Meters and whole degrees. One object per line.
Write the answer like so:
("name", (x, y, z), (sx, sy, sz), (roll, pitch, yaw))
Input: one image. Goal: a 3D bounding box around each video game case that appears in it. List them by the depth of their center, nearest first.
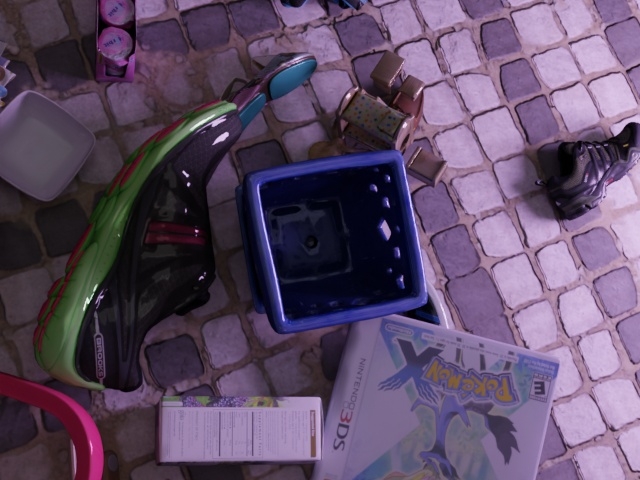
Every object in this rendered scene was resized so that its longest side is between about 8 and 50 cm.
("video game case", (0.174, 0.282, 1.459), (0.328, 0.036, 0.300), (15, 82, -1))

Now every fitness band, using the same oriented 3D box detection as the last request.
("fitness band", (-0.433, 0.290, 1.306), (0.290, 0.054, 0.209), (15, 77, 16))

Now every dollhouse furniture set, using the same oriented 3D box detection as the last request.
("dollhouse furniture set", (-0.243, 0.328, 1.340), (0.151, 0.144, 0.123), (-13, 75, 21))
("dollhouse furniture set", (0.143, -0.207, 1.528), (0.181, 0.101, 0.161), (29, 75, 14))

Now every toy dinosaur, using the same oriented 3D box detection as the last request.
("toy dinosaur", (0.018, -0.125, 1.584), (0.092, 0.053, 0.183), (26, 62, 11))

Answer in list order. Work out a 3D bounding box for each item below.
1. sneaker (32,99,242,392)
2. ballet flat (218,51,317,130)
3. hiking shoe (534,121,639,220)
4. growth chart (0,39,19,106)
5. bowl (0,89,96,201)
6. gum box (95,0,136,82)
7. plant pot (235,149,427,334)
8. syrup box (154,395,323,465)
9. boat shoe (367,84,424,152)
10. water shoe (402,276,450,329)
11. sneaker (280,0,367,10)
("sneaker", (-0.241, 0.006, 1.434), (0.202, 0.185, 0.483), (33, 73, -21))
("ballet flat", (-0.104, -0.251, 1.574), (0.079, 0.077, 0.221), (39, 69, 20))
("hiking shoe", (0.475, -0.145, 1.670), (0.114, 0.086, 0.227), (45, 71, -2))
("growth chart", (-0.546, -0.252, 1.441), (0.171, 0.021, 0.237), (21, 42, -10))
("bowl", (-0.432, -0.138, 1.462), (0.142, 0.053, 0.142), (37, 70, -12))
("gum box", (-0.324, -0.349, 1.523), (0.062, 0.107, 0.189), (1, 75, -13))
("plant pot", (0.000, 0.000, 1.435), (0.235, 0.212, 0.236), (-11, 93, -16))
("syrup box", (-0.120, 0.279, 1.408), (0.236, 0.093, 0.096), (1, 74, -13))
("boat shoe", (0.133, -0.195, 1.615), (0.064, 0.060, 0.178), (28, 70, -5))
("water shoe", (0.159, 0.145, 1.523), (0.080, 0.073, 0.203), (-18, 80, -15))
("sneaker", (0.077, -0.469, 1.666), (0.340, 0.125, 0.140), (-4, 104, -17))
